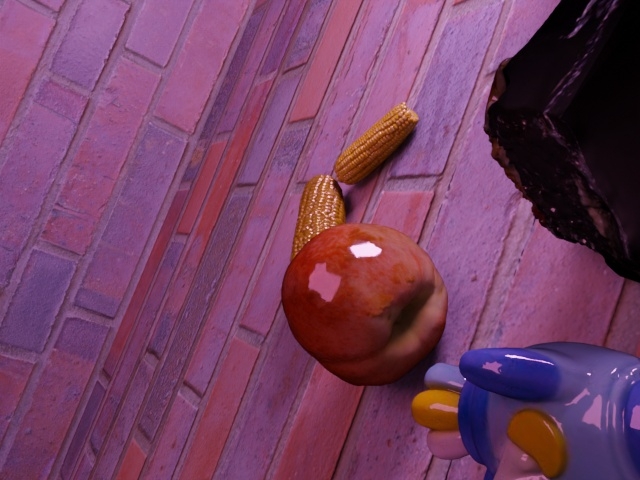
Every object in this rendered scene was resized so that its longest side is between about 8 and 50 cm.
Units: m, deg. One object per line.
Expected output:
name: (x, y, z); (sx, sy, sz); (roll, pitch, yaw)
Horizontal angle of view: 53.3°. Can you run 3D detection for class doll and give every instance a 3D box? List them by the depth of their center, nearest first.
doll: (0.215, 0.217, 0.554); (0.376, 0.187, 0.365); (-31, 47, 19)

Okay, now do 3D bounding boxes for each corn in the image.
corn: (0.000, 0.000, 1.189); (0.106, 0.106, 0.305); (-37, 36, 42)
corn: (0.100, -0.176, 1.195); (0.206, 0.067, 0.067); (-42, 35, 32)

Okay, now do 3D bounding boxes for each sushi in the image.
sushi: (0.286, -0.106, 0.655); (0.215, 0.227, 0.212); (-59, 21, -1)

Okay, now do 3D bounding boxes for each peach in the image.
peach: (0.049, 0.078, 0.914); (0.257, 0.232, 0.232); (19, 84, 52)
